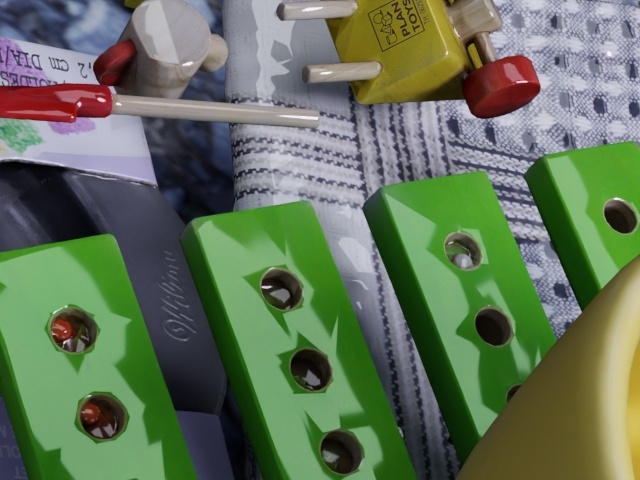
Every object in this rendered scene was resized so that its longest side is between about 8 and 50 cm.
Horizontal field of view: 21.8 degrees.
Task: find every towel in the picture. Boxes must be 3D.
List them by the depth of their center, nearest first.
[{"bbox_3d":[0.113,0.002,0.642,0.312,0.056,0.324,5,60,-17],"label":"towel"}]

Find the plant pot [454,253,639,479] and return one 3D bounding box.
[{"bbox_3d":[0.113,0.163,0.442,0.254,0.239,0.254,22,38,-18],"label":"plant pot"}]

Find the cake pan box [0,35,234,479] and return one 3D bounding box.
[{"bbox_3d":[-0.161,0.023,0.533,0.267,0.070,0.246,10,45,-29],"label":"cake pan box"}]

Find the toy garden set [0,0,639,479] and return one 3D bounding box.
[{"bbox_3d":[0.000,0.000,0.541,0.244,0.049,0.204,-10,70,-30],"label":"toy garden set"}]

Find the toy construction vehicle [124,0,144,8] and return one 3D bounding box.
[{"bbox_3d":[-0.057,-0.135,0.820,0.086,0.035,0.098,14,38,-9],"label":"toy construction vehicle"}]
